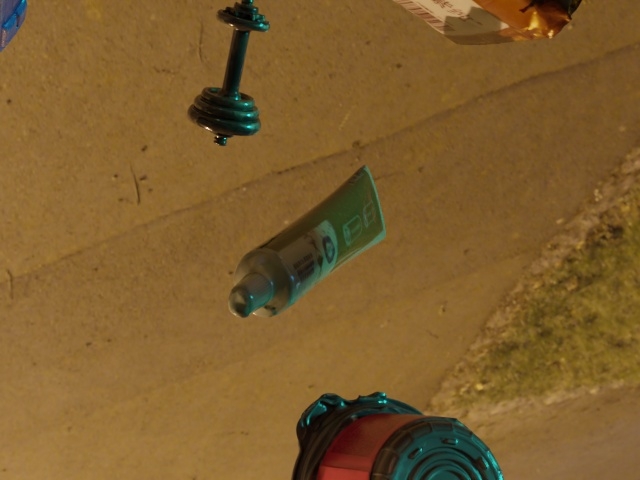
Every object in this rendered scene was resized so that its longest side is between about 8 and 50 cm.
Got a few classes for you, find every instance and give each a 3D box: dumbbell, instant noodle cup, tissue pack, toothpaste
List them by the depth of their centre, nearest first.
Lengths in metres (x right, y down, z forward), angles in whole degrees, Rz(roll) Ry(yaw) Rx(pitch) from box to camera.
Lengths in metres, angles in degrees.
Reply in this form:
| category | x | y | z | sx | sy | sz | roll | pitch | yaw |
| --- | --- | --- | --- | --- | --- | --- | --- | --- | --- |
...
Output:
| category | x | y | z | sx | sy | sz | roll | pitch | yaw |
| --- | --- | --- | --- | --- | --- | --- | --- | --- | --- |
| tissue pack | 0.080 | -0.246 | 0.595 | 0.226 | 0.183 | 0.092 | 31 | 89 | -22 |
| toothpaste | 0.000 | 0.000 | 0.798 | 0.061 | 0.099 | 0.392 | -10 | -169 | 24 |
| instant noodle cup | 0.109 | 0.317 | 0.930 | 0.258 | 0.302 | 0.181 | -51 | -172 | -27 |
| dumbbell | -0.121 | -0.258 | 1.081 | 0.110 | 0.110 | 0.254 | 2 | 115 | -28 |

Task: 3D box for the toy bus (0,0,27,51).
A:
| category | x | y | z | sx | sy | sz | roll | pitch | yaw |
| --- | --- | --- | --- | --- | --- | --- | --- | --- | --- |
| toy bus | -0.385 | -0.287 | 0.856 | 0.094 | 0.079 | 0.236 | 37 | 158 | -14 |
